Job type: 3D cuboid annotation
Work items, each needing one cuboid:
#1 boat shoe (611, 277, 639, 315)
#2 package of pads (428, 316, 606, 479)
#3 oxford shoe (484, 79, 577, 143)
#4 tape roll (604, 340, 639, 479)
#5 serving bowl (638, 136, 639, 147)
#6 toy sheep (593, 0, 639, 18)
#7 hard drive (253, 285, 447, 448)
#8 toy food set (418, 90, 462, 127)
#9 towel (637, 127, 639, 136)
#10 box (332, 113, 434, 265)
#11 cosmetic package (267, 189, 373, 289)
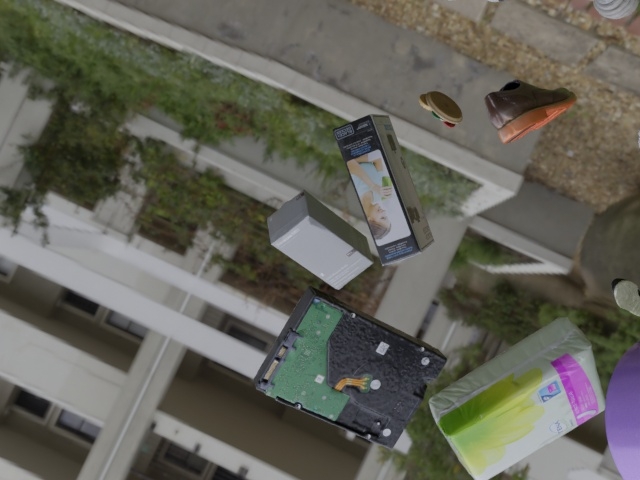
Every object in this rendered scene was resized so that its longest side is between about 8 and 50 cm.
[{"bbox_3d":[0.559,0.099,1.485,0.133,0.049,0.042,30,-166,-44],"label":"boat shoe"},{"bbox_3d":[0.361,0.295,1.469,0.229,0.297,0.101,58,-179,-46],"label":"package of pads"},{"bbox_3d":[0.524,-0.348,2.007,0.364,0.130,0.132,-26,-99,-51],"label":"oxford shoe"},{"bbox_3d":[0.566,0.275,1.229,0.275,0.274,0.090,26,160,-17],"label":"tape roll"},{"bbox_3d":[0.720,-0.224,1.734,0.083,0.083,0.027,26,-140,-19],"label":"serving bowl"},{"bbox_3d":[0.573,-0.477,1.589,0.132,0.091,0.091,0,-162,-43],"label":"toy sheep"},{"bbox_3d":[0.063,0.266,1.677,0.339,0.236,0.064,27,-172,-21],"label":"hard drive"},{"bbox_3d":[0.219,-0.234,1.449,0.083,0.020,0.082,-17,-117,-49],"label":"toy food set"},{"bbox_3d":[0.732,-0.194,1.549,0.187,0.049,0.282,44,170,6],"label":"towel"},{"bbox_3d":[0.132,-0.106,1.649,0.087,0.289,0.169,-19,180,18],"label":"box"},{"bbox_3d":[0.000,0.000,1.923,0.238,0.127,0.107,32,-150,-36],"label":"cosmetic package"}]
